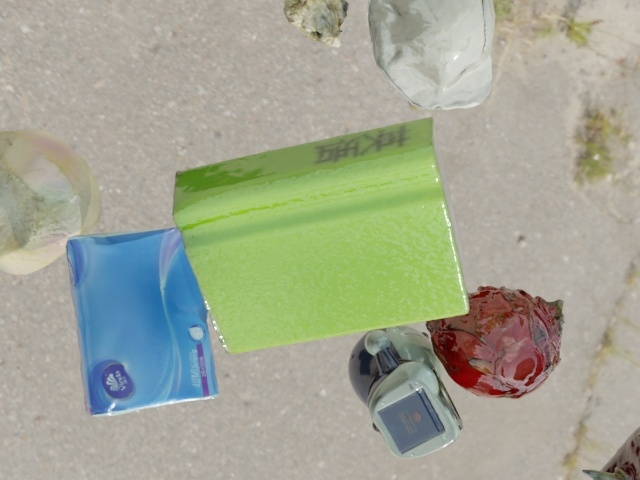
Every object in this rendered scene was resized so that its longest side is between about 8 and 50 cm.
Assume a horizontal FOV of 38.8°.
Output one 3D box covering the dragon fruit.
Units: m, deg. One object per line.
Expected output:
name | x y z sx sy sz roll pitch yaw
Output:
dragon fruit | 0.264 0.152 1.357 0.210 0.172 0.172 -4 126 9

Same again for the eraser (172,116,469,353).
eraser | 0.000 0.000 0.925 0.274 0.092 0.210 -9 125 13

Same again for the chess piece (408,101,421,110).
chess piece | 0.259 -0.346 2.247 0.084 0.084 0.038 -21 107 -28

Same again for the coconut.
coconut | -0.509 -0.073 1.595 0.259 0.259 0.259 -19 125 -29

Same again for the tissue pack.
tissue pack | -0.270 0.120 1.375 0.198 0.146 0.263 -7 85 -17

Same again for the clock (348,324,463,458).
clock | 0.123 0.217 1.391 0.146 0.243 0.199 -33 104 4

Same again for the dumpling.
dumpling | 0.229 -0.451 1.876 0.260 0.181 0.341 -13 126 -6

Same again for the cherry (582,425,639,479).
cherry | 0.477 0.360 1.191 0.255 0.296 0.218 -61 175 18

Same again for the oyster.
oyster | 0.000 -0.481 1.894 0.163 0.191 0.081 -27 165 -30
